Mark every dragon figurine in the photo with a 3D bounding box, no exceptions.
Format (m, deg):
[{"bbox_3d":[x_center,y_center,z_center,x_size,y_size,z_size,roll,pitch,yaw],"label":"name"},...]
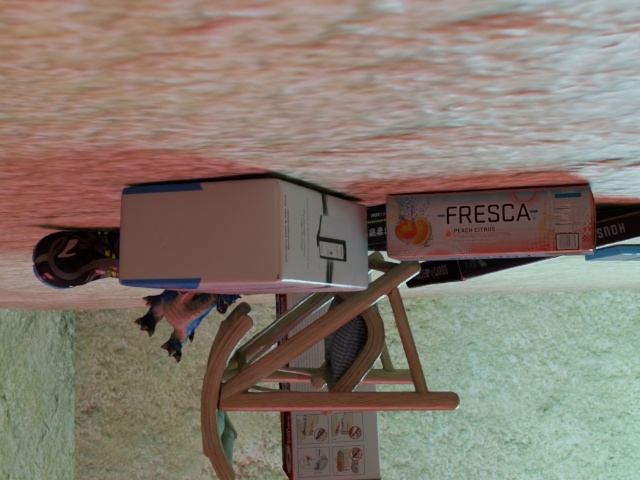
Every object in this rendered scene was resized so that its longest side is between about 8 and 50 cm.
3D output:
[{"bbox_3d":[-0.145,0.058,1.350,0.144,0.085,0.289,-44,-174,10],"label":"dragon figurine"}]

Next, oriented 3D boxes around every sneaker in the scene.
[{"bbox_3d":[-0.236,0.014,1.228,0.188,0.067,0.078,-1,166,-41],"label":"sneaker"}]

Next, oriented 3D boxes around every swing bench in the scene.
[{"bbox_3d":[-0.015,0.126,1.168,0.254,0.165,0.253,-17,-178,-5],"label":"swing bench"}]

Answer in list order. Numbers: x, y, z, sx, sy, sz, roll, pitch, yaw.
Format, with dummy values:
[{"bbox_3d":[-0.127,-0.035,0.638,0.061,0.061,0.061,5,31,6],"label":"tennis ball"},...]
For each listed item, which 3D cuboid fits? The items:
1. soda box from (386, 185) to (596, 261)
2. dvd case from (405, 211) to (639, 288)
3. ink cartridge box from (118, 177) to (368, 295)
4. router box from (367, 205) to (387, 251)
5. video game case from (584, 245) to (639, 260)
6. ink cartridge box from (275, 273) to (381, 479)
[{"bbox_3d":[0.153,-0.014,0.979,0.183,0.058,0.063,-2,175,15],"label":"soda box"},{"bbox_3d":[0.224,0.009,1.143,0.238,0.030,0.179,-13,178,-14],"label":"dvd case"},{"bbox_3d":[-0.060,0.002,0.955,0.148,0.086,0.203,-3,175,21],"label":"ink cartridge box"},{"bbox_3d":[0.089,-0.011,1.104,0.122,0.038,0.092,3,174,-37],"label":"router box"},{"bbox_3d":[0.494,0.019,1.621,0.166,0.015,0.119,0,174,-12],"label":"video game case"},{"bbox_3d":[0.002,0.189,1.619,0.130,0.310,0.272,-2,174,-6],"label":"ink cartridge box"}]
